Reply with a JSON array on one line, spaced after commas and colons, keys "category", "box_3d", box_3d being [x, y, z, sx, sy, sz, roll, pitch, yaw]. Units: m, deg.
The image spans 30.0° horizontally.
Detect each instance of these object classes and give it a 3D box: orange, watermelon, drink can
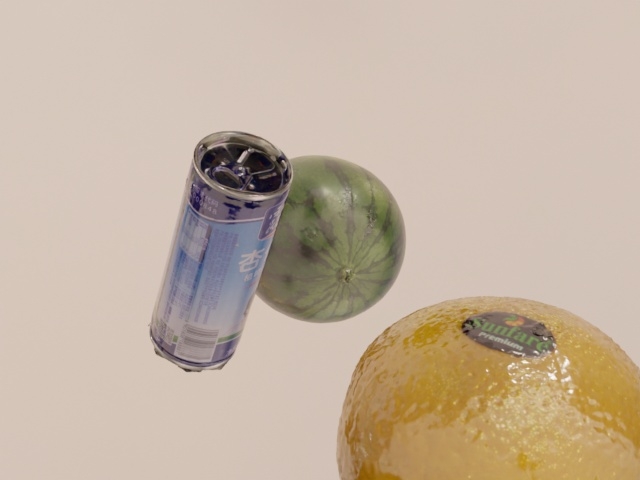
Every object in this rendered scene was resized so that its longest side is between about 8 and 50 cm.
[{"category": "orange", "box_3d": [0.129, 0.146, 0.851, 0.236, 0.236, 0.236, -3, -54, -4]}, {"category": "watermelon", "box_3d": [-0.002, -0.002, 1.649, 0.242, 0.242, 0.242, -3, -54, -4]}, {"category": "drink can", "box_3d": [-0.099, 0.015, 1.134, 0.097, 0.097, 0.235, 8, -49, -12]}]
